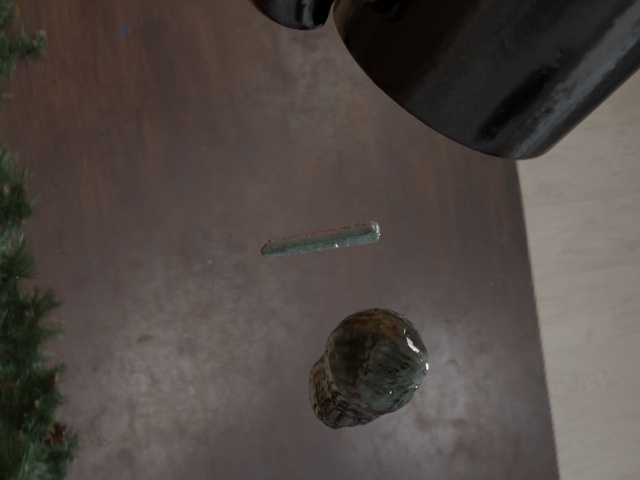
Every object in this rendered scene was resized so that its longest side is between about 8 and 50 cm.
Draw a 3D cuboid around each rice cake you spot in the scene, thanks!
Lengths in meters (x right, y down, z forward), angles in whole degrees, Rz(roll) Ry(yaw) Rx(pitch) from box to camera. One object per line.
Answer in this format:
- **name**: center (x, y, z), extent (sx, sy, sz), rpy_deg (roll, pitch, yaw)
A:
- **rice cake**: center (0.000, 0.000, 1.355), extent (0.208, 0.033, 0.033), rpy_deg (-10, 135, 1)

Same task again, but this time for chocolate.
- **chocolate**: center (0.045, 0.141, 0.841), extent (0.110, 0.248, 0.110), rpy_deg (5, 64, -10)

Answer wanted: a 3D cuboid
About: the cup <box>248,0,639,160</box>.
- **cup**: center (0.076, -0.162, 0.358), extent (0.239, 0.177, 0.166), rpy_deg (24, 40, -16)
